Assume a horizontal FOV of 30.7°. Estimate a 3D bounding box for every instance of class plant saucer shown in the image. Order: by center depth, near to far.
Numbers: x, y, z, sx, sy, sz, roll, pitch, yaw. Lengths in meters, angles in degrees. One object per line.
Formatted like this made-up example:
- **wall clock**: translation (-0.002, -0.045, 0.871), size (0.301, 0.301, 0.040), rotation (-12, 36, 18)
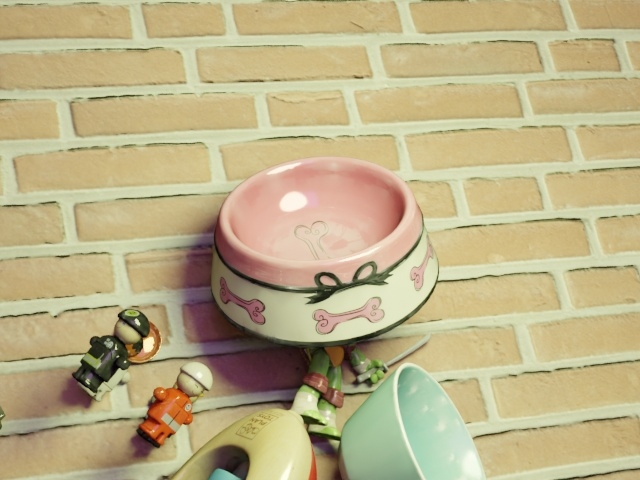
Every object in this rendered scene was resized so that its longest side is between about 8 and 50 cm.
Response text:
- **plant saucer**: translation (-0.321, 0.176, 2.050), size (0.083, 0.013, 0.084), rotation (6, 67, -14)

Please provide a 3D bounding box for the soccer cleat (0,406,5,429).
- **soccer cleat**: translation (-0.634, 0.219, 1.901), size (0.121, 0.093, 0.289), rotation (-36, 80, -19)

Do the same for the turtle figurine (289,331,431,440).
- **turtle figurine**: translation (0.062, 0.211, 2.044), size (0.274, 0.198, 0.266), rotation (19, 69, -4)

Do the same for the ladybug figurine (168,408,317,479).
- **ladybug figurine**: translation (-0.153, 0.462, 1.840), size (0.449, 0.305, 0.162), rotation (-50, 116, -21)

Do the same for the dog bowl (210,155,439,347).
- **dog bowl**: translation (0.000, 0.000, 2.023), size (0.407, 0.150, 0.408), rotation (-5, 35, 3)

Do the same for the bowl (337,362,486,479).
- **bowl**: translation (0.144, 0.382, 1.968), size (0.163, 0.311, 0.312), rotation (-29, 73, 20)

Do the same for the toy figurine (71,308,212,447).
- **toy figurine**: translation (-0.290, 0.228, 1.926), size (0.213, 0.209, 0.148), rotation (37, 74, 2)
